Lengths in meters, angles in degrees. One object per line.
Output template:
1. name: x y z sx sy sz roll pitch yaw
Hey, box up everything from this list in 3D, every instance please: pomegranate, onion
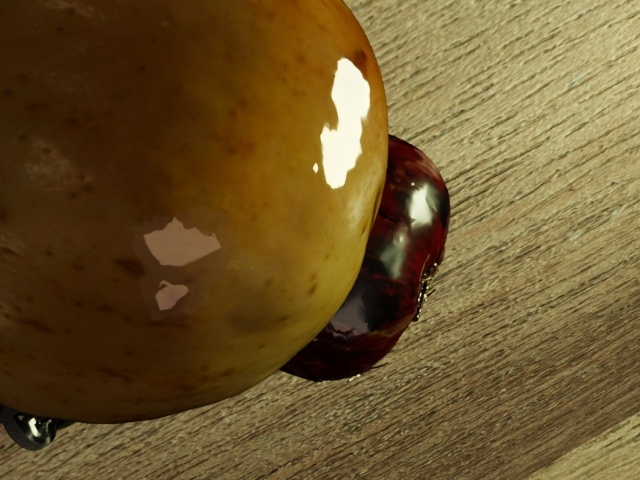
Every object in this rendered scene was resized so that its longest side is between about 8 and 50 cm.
1. pomegranate: -0.159 -0.064 0.818 0.410 0.410 0.410 -24 148 -16
2. onion: 0.018 0.010 1.203 0.281 0.281 0.221 -34 -167 -1

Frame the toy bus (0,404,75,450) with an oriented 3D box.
1. toy bus: -0.310 0.083 1.034 0.145 0.151 0.331 -35 151 19
